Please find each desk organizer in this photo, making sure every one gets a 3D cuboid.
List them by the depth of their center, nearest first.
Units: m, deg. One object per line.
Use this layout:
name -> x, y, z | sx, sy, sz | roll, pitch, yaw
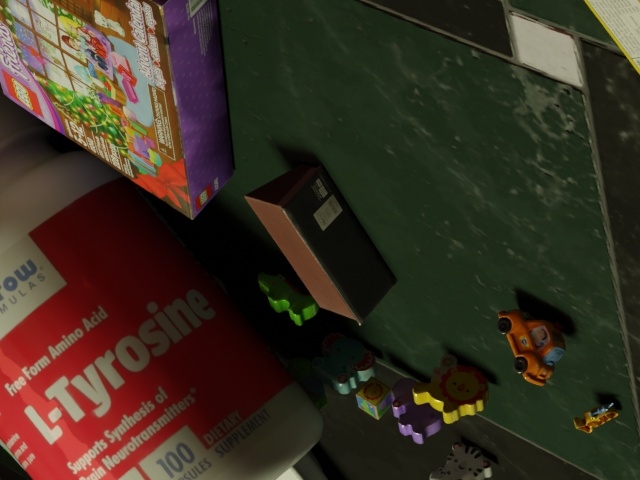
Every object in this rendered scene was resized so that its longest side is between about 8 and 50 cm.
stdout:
desk organizer -> 0.000, 0.000, 1.404 | 0.050, 0.047, 0.130 | 18, 149, 48

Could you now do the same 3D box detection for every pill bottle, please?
pill bottle -> -0.204, 0.075, 1.588 | 0.408, 0.229, 0.229 | 50, 158, 3

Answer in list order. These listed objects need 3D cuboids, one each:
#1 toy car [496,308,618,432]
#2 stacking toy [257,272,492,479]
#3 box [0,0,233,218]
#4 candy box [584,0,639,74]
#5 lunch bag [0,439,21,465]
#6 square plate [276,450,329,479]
toy car -> 0.175, 0.087, 1.330 | 0.040, 0.060, 0.122 | -30, 137, 22
stacking toy -> 0.049, 0.119, 1.554 | 0.221, 0.052, 0.167 | 31, 155, 25
box -> -0.165, -0.153, 1.359 | 0.201, 0.057, 0.293 | 34, 157, 17
candy box -> 0.168, -0.131, 0.911 | 0.206, 0.027, 0.105 | 49, 159, -21
lunch bag -> -0.329, 0.260, 2.365 | 0.219, 0.090, 0.176 | 49, 157, -21
square plate -> -0.142, 0.160, 1.932 | 0.344, 0.049, 0.347 | 15, 147, 48
